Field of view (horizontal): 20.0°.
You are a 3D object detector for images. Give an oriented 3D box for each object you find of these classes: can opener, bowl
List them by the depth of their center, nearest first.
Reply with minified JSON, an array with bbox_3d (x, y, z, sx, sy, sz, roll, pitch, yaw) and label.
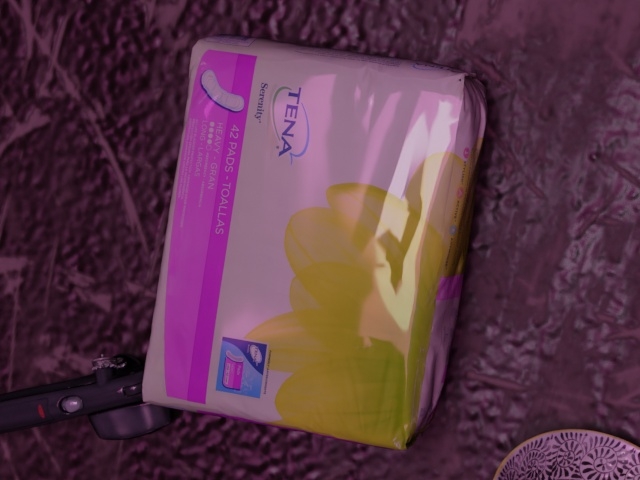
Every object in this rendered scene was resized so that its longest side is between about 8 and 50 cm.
[{"bbox_3d":[0.195,0.232,1.353,0.170,0.170,0.080,32,138,11],"label":"bowl"},{"bbox_3d":[-0.215,0.135,1.480,0.186,0.059,0.073,-9,90,14],"label":"can opener"}]

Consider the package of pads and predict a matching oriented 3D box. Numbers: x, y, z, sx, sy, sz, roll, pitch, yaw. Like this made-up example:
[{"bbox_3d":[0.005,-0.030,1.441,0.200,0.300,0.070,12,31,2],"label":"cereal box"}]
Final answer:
[{"bbox_3d":[0.000,0.000,1.400,0.229,0.101,0.296,9,95,14],"label":"package of pads"}]
